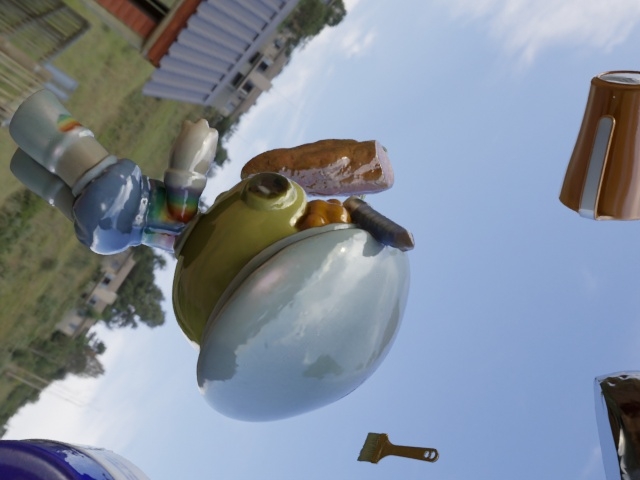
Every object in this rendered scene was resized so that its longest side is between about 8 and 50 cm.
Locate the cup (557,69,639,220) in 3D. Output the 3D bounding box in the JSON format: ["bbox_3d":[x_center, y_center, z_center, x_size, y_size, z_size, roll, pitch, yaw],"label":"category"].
[{"bbox_3d":[0.533,-0.160,1.106,0.182,0.263,0.226,18,-146,35],"label":"cup"}]

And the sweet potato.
[{"bbox_3d":[0.002,-0.113,0.948,0.097,0.252,0.097,178,-90,-77],"label":"sweet potato"}]

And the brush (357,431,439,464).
[{"bbox_3d":[0.179,0.481,1.393,0.218,0.010,0.082,-11,-144,43],"label":"brush"}]

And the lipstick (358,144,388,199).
[{"bbox_3d":[0.088,-0.122,1.127,0.037,0.037,0.116,-87,-165,-52],"label":"lipstick"}]

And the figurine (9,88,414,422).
[{"bbox_3d":[-0.115,0.024,0.552,0.224,0.382,0.205,102,15,-45],"label":"figurine"}]

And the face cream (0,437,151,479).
[{"bbox_3d":[-0.199,0.242,0.412,0.206,0.111,0.205,-5,-109,14],"label":"face cream"}]

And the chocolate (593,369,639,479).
[{"bbox_3d":[0.779,0.452,1.290,0.332,0.383,0.383,-6,-138,17],"label":"chocolate"}]
